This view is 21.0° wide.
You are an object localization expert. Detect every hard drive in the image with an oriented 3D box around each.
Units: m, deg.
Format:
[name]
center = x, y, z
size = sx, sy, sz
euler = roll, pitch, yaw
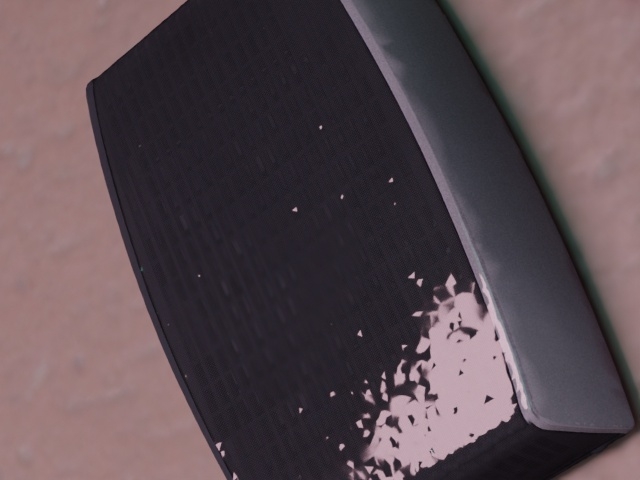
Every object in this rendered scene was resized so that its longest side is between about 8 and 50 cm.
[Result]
[hard drive]
center = 0.000, 0.000, 0.695
size = 0.172, 0.054, 0.254
euler = -36, 66, 26
